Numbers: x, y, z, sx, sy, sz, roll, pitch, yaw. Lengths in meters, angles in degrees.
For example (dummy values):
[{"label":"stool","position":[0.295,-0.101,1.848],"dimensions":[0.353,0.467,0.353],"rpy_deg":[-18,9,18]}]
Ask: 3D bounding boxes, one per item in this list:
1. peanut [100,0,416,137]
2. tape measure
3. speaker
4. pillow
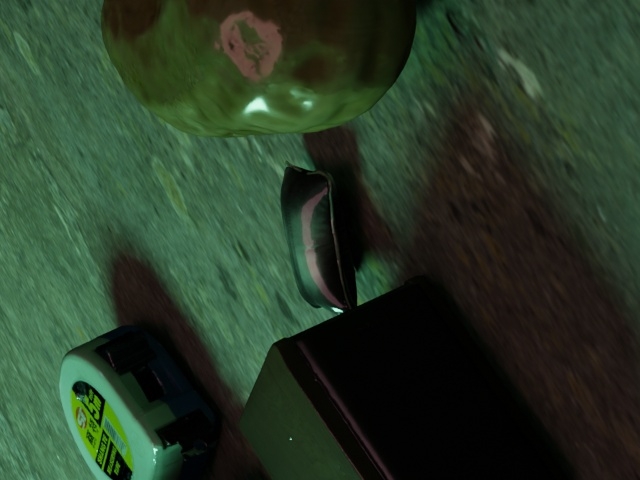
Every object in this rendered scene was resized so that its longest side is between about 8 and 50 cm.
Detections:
[{"label":"peanut","position":[-0.064,-0.176,1.506],"dimensions":[0.387,0.169,0.192],"rpy_deg":[4,109,61]},{"label":"tape measure","position":[-0.214,0.246,2.193],"dimensions":[0.215,0.098,0.351],"rpy_deg":[51,147,24]},{"label":"speaker","position":[0.065,0.180,1.568],"dimensions":[0.231,0.153,0.192],"rpy_deg":[55,151,21]},{"label":"pillow","position":[-0.002,0.001,1.654],"dimensions":[0.091,0.055,0.136],"rpy_deg":[-90,-13,-75]}]
